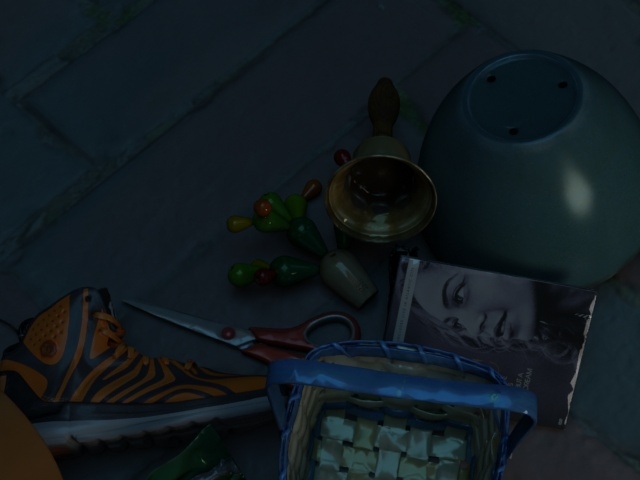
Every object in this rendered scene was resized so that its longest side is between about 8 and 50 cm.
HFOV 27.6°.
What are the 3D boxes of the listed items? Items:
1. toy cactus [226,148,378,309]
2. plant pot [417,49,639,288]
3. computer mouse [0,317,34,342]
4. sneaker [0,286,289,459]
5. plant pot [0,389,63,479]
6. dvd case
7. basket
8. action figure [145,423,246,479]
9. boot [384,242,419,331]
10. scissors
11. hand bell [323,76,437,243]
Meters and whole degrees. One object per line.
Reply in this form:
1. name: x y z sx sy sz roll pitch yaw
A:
1. toy cactus: 0.000 0.000 1.536 0.219 0.112 0.180 -38 78 -29
2. plant pot: 0.241 -0.106 1.494 0.290 0.195 0.290 -7 56 10
3. computer mouse: -0.387 0.083 1.517 0.242 0.041 0.071 29 65 14
4. sneaker: -0.199 0.133 1.429 0.321 0.124 0.180 -5 70 -6
5. plant pot: -0.396 0.262 1.306 0.291 0.291 0.203 38 52 18
6. dvd case: 0.181 0.114 1.441 0.221 0.018 0.164 10 102 -2
7. basket: 0.071 0.194 1.314 0.255 0.289 0.201 9 67 2
8. action figure: -0.179 0.309 1.365 0.232 0.137 0.063 -32 25 -6
9. boot: 0.096 0.072 1.487 0.045 0.099 0.121 0 62 2
10. scissors: -0.092 0.122 1.505 0.297 0.021 0.109 5 64 1
11. hand bell: 0.074 -0.121 1.532 0.126 0.126 0.242 4 41 2
